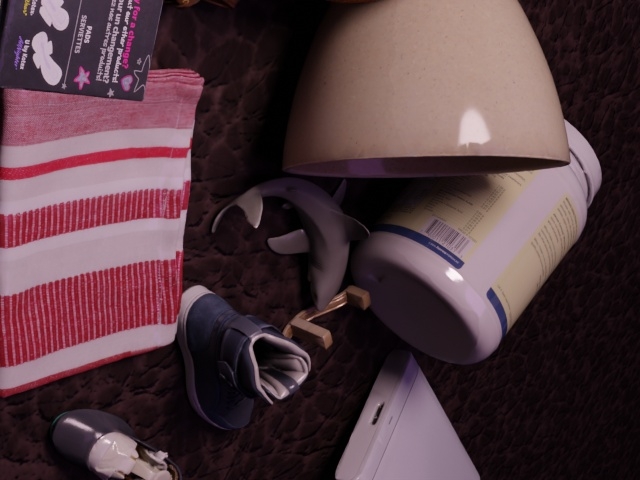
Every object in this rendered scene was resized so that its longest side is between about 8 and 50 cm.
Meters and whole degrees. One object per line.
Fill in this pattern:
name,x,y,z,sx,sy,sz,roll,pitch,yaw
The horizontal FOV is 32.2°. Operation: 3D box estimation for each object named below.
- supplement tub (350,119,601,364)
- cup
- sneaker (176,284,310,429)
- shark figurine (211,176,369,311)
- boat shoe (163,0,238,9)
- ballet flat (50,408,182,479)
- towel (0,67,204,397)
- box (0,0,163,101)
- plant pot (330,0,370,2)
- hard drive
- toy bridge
supplement tub,0.221,-0.016,1.536,0.325,0.235,0.235,-48,140,-23
cup,0.120,-0.199,1.283,0.331,0.331,0.237,0,90,-51
sneaker,-0.084,0.172,1.320,0.086,0.163,0.226,-44,139,-30
shark figurine,-0.002,-0.024,1.359,0.166,0.116,0.278,-61,144,-10
boat shoe,-0.138,-0.259,1.102,0.178,0.064,0.060,-12,115,-51
ballet flat,-0.223,0.248,1.264,0.074,0.074,0.203,-58,142,-12
towel,-0.230,-0.012,1.144,0.237,0.037,0.329,-14,119,-46
box,-0.244,-0.212,0.839,0.142,0.247,0.163,-3,111,-50
plant pot,0.047,-0.369,1.040,0.291,0.203,0.291,-2,103,-9
hard drive,0.147,0.370,1.729,0.233,0.047,0.353,-63,140,-33
toy bridge,-0.014,0.122,1.460,0.188,0.063,0.026,-43,138,-32
